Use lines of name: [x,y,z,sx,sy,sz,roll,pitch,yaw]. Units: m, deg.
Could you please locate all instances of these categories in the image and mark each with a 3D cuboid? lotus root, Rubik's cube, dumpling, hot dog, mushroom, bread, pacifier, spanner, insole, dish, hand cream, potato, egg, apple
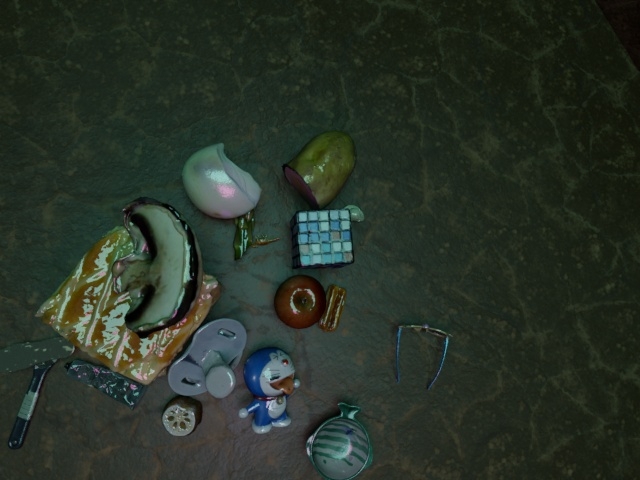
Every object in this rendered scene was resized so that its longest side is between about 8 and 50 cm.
lotus root: [-0.430,0.549,1.362,0.122,0.081,0.112,27,85,-5]
Rubik's cube: [0.000,0.000,1.473,0.182,0.187,0.184,-3,84,-12]
dumpling: [0.122,-0.101,1.587,0.077,0.043,0.060,11,62,7]
hot dog: [0.042,0.235,1.513,0.071,0.045,0.165,18,78,-9]
mushroom: [-0.418,0.067,1.138,0.247,0.130,0.344,-17,78,11]
bread: [-0.532,0.187,1.298,0.371,0.279,0.390,38,77,-1]
pacifier: [-0.308,0.378,1.318,0.227,0.207,0.279,37,89,-42]
spanner: [-0.870,0.461,1.320,0.087,0.024,0.316,16,80,-6]
insole: [-0.867,0.342,1.326,0.247,0.011,0.081,-12,77,-4]
dish: [0.061,0.652,1.432,0.224,0.078,0.246,16,79,-8]
hand cream: [-0.664,0.432,1.345,0.247,0.052,0.075,28,78,-5]
potato: [0.021,-0.259,1.507,0.266,0.229,0.229,-43,90,-10]
egg: [-0.348,-0.195,1.416,0.206,0.162,0.271,-41,68,-1]
apple: [-0.063,0.198,1.439,0.180,0.168,0.181,3,75,-13]

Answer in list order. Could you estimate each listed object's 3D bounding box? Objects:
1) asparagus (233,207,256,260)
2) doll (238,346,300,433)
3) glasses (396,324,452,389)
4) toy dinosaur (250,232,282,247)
asparagus: [-0.256,-0.075,1.493,0.080,0.080,0.287,0,86,-11]
doll: [-0.160,0.468,1.382,0.215,0.161,0.257,-8,94,-40]
glasses: [0.341,0.397,1.549,0.189,0.088,0.221,13,99,-9]
toy dinosaur: [-0.192,-0.006,1.518,0.113,0.026,0.041,-20,92,-4]
